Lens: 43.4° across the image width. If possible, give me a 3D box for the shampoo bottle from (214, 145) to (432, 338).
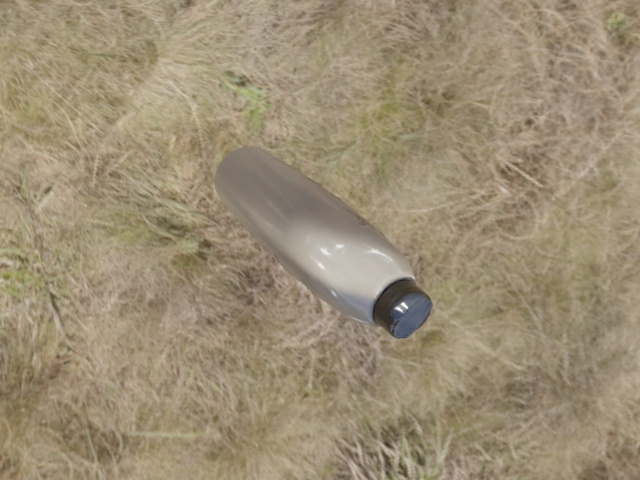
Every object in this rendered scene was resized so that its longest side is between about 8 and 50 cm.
[{"bbox_3d":[0.000,0.000,0.697,0.078,0.257,0.127,-51,138,4],"label":"shampoo bottle"}]
